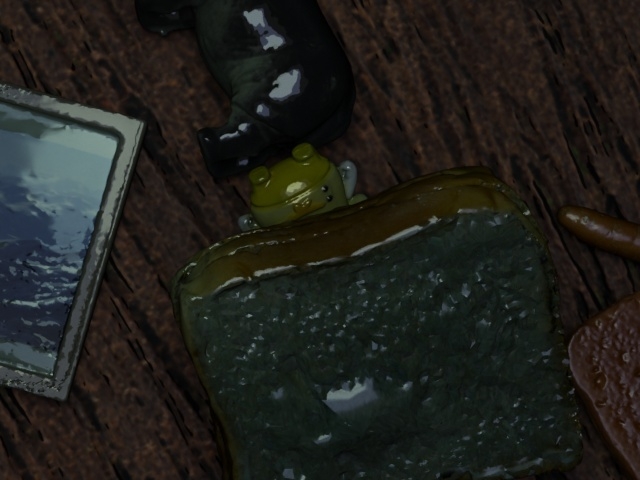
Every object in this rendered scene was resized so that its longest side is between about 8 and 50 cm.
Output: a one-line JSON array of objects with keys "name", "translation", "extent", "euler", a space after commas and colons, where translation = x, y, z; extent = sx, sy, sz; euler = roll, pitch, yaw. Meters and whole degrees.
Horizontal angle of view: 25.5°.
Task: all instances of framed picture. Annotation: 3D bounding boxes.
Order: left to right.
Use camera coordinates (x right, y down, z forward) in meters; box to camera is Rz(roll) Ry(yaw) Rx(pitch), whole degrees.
[{"name": "framed picture", "translation": [-0.337, -0.027, 1.164], "extent": [0.335, 0.022, 0.247], "euler": [16, 86, -4]}]

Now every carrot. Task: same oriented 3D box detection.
[{"name": "carrot", "translation": [0.317, 0.020, 1.210], "extent": [0.247, 0.043, 0.043], "euler": [20, 86, -2]}]

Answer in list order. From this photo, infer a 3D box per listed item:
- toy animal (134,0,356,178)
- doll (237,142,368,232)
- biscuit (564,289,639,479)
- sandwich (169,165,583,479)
[{"name": "toy animal", "translation": [-0.073, -0.228, 1.155], "extent": [0.168, 0.106, 0.343], "euler": [-9, 85, -4]}, {"name": "doll", "translation": [0.000, 0.000, 1.149], "extent": [0.106, 0.062, 0.162], "euler": [-28, 118, -1]}, {"name": "biscuit", "translation": [0.317, 0.122, 1.207], "extent": [0.186, 0.036, 0.192], "euler": [-33, 90, -8]}, {"name": "sandwich", "translation": [0.049, 0.096, 1.114], "extent": [0.301, 0.099, 0.271], "euler": [-18, 116, -6]}]
